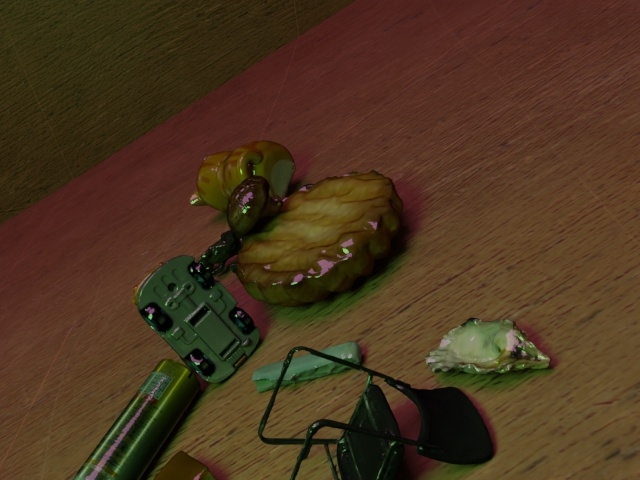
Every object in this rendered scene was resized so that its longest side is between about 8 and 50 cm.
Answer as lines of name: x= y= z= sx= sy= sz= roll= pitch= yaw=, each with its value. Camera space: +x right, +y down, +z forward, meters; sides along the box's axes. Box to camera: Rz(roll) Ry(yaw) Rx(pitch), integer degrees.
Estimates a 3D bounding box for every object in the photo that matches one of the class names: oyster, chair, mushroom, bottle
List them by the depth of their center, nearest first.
chair: x=0.059 y=0.230 z=0.716 sx=0.140 sy=0.221 sz=0.145 roll=-115 pitch=41 yaw=-61
oyster: x=0.198 y=0.131 z=0.784 sx=0.146 sy=0.045 sz=0.121 roll=-30 pitch=31 yaw=19
bottle: x=-0.288 y=0.312 z=0.939 sx=0.082 sy=0.082 sz=0.286 roll=-6 pitch=37 yaw=39
mushroom: x=-0.131 y=-0.068 z=1.171 sx=0.109 sy=0.085 sz=0.126 roll=-30 pitch=18 yaw=5

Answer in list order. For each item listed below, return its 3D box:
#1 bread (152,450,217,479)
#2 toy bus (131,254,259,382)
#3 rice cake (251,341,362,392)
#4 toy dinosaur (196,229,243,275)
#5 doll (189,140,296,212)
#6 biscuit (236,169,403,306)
bread: x=-0.226 y=0.383 z=0.805 sx=0.088 sy=0.049 sz=0.226 roll=7 pitch=48 yaw=49
toy bus: x=-0.215 y=0.124 z=1.041 sx=0.126 sy=0.209 sz=0.136 roll=-46 pitch=21 yaw=-21
rice cake: x=-0.022 y=0.190 z=0.923 sx=0.180 sy=0.030 sz=0.042 roll=-20 pitch=35 yaw=24
toy dinosaur: x=-0.192 y=-0.003 z=1.331 sx=0.187 sy=0.087 sz=0.179 roll=-20 pitch=32 yaw=19
doll: x=-0.181 y=-0.144 z=1.471 sx=0.270 sy=0.162 sz=0.166 roll=-13 pitch=47 yaw=49
biscuit: x=0.000 y=0.000 z=1.120 sx=0.326 sy=0.107 sz=0.325 roll=-23 pitch=32 yaw=15
